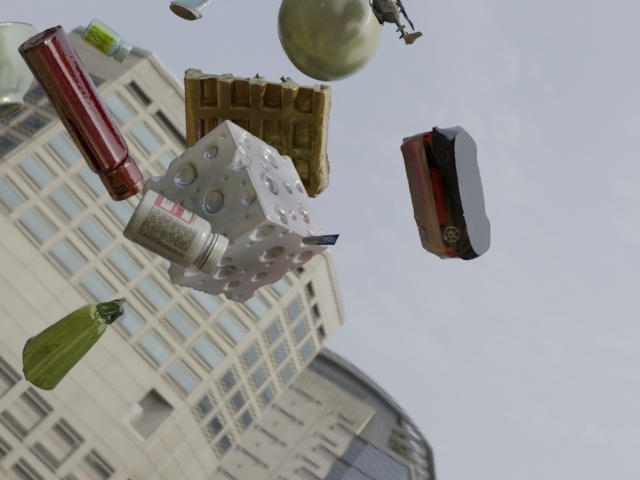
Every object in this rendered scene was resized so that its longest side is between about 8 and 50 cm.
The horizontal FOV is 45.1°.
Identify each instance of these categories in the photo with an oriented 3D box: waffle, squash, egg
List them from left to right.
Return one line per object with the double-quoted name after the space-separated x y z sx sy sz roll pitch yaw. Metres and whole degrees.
-0.597 0.217 1.854 0.137 0.287 0.137 43 9 -9 "squash"
-0.147 -0.237 1.783 0.348 0.077 0.304 4 -55 1 "waffle"
0.021 -0.441 1.567 0.219 0.269 0.219 7 -40 6 "egg"

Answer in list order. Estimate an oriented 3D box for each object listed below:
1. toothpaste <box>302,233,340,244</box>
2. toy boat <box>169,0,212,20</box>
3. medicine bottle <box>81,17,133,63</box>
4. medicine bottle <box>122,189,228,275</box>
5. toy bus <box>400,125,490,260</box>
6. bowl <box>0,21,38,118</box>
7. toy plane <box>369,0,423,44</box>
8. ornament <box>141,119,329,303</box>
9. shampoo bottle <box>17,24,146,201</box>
0.000 0.000 1.365 0.083 0.024 0.015 -4 -38 46 "toothpaste"
-0.291 -0.565 1.823 0.096 0.122 0.034 26 -39 18 "toy boat"
-0.382 -0.357 1.383 0.083 0.047 0.047 33 -25 -16 "medicine bottle"
-0.209 -0.008 1.126 0.140 0.079 0.079 30 -25 -12 "medicine bottle"
0.283 -0.106 1.729 0.147 0.127 0.303 -5 -81 46 "toy bus"
-0.786 -0.361 1.775 0.337 0.337 0.158 -15 -83 59 "bowl"
0.115 -0.360 1.227 0.121 0.049 0.031 62 7 12 "toy plane"
-0.171 -0.049 1.549 0.239 0.240 0.239 26 35 -57 "ornament"
-0.343 -0.180 1.134 0.102 0.064 0.260 -104 171 -60 "shampoo bottle"
